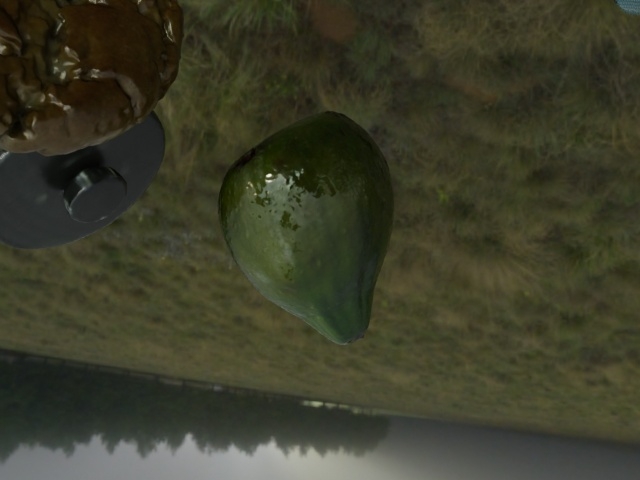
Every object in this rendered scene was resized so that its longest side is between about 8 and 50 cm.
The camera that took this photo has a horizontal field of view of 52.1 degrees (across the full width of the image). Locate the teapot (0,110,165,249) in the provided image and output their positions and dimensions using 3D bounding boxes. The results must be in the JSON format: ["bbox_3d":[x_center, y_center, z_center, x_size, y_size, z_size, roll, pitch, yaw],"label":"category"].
[{"bbox_3d":[-0.287,-0.170,0.645,0.337,0.270,0.200,47,178,18],"label":"teapot"}]

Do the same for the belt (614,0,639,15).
[{"bbox_3d":[0.353,-0.339,0.728,0.179,0.100,0.065,39,174,-37],"label":"belt"}]

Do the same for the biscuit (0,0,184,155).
[{"bbox_3d":[-0.168,-0.143,0.336,0.225,0.226,0.042,15,150,-31],"label":"biscuit"}]

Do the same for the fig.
[{"bbox_3d":[0.000,0.000,0.446,0.123,0.156,0.123,-25,-176,2],"label":"fig"}]
